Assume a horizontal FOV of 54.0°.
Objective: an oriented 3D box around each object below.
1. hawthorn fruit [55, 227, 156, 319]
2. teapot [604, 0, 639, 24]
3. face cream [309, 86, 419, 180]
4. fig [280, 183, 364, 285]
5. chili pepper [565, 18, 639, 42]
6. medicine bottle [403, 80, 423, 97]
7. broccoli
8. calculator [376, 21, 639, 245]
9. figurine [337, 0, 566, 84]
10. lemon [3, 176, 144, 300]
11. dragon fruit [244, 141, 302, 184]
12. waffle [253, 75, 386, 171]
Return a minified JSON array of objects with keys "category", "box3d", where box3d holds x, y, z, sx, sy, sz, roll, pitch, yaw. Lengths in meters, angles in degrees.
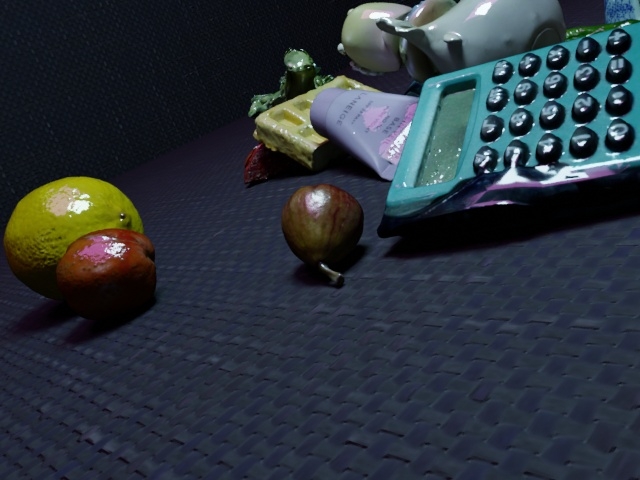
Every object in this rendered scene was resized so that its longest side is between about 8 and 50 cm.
[{"category":"hawthorn fruit","box3d":[-0.260,0.038,0.779,0.128,0.128,0.128,-20,17,7]},{"category":"teapot","box3d":[0.607,-0.470,1.180,0.159,0.158,0.232,-11,20,31]},{"category":"face cream","box3d":[0.084,-0.180,0.997,0.154,0.096,0.274,-47,35,-8]},{"category":"fig","box3d":[0.000,0.000,0.645,0.089,0.088,0.125,-17,36,17]},{"category":"chili pepper","box3d":[0.413,-0.300,1.026,0.257,0.100,0.074,-23,-21,5]},{"category":"medicine bottle","box3d":[0.194,-0.253,1.136,0.124,0.079,0.258,-32,12,31]},{"category":"broccoli","box3d":[-0.073,-0.327,1.374,0.199,0.177,0.275,-5,-13,19]},{"category":"calculator","box3d":[0.201,-0.110,0.623,0.274,0.058,0.248,-8,43,33]},{"category":"figurine","box3d":[0.159,-0.314,0.967,0.275,0.226,0.394,-1,18,-43]},{"category":"lemon","box3d":[-0.354,0.000,0.904,0.203,0.178,0.178,-17,18,21]},{"category":"dragon fruit","box3d":[-0.089,-0.178,1.277,0.162,0.083,0.106,-23,15,6]},{"category":"waffle","box3d":[0.020,-0.236,1.220,0.274,0.057,0.168,-33,53,-32]}]
